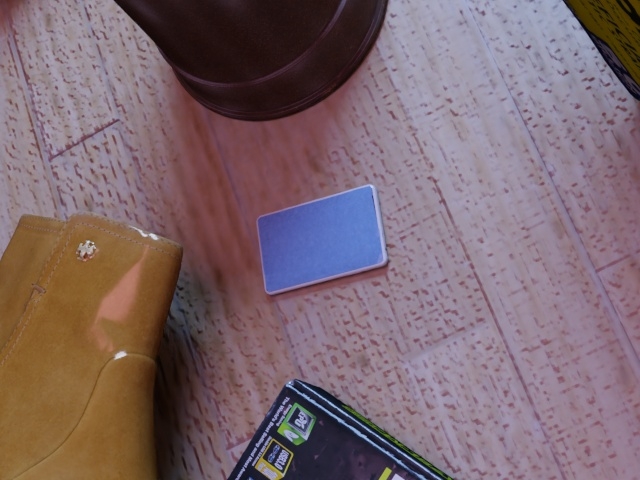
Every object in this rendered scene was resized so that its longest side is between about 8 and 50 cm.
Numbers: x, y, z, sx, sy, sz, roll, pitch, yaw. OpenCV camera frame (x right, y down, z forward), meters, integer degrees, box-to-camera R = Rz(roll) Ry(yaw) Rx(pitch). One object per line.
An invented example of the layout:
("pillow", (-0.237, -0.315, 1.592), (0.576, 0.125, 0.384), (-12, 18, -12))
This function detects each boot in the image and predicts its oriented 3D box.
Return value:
("boot", (-0.124, 0.098, 0.699), (0.295, 0.104, 0.211), (21, 82, 37))

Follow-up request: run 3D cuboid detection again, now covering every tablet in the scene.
("tablet", (0.000, 0.000, 0.760), (0.083, 0.006, 0.054), (-16, 70, 20))

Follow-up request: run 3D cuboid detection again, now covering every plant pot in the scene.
("plant pot", (-0.062, -0.180, 0.751), (0.167, 0.165, 0.167), (-6, 73, 21))

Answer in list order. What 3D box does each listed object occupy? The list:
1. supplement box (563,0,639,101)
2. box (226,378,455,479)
("supplement box", (0.214, -0.143, 0.496), (0.195, 0.194, 0.356), (-41, 20, 8))
("box", (0.010, 0.204, 0.675), (0.184, 0.045, 0.191), (32, 91, 31))
